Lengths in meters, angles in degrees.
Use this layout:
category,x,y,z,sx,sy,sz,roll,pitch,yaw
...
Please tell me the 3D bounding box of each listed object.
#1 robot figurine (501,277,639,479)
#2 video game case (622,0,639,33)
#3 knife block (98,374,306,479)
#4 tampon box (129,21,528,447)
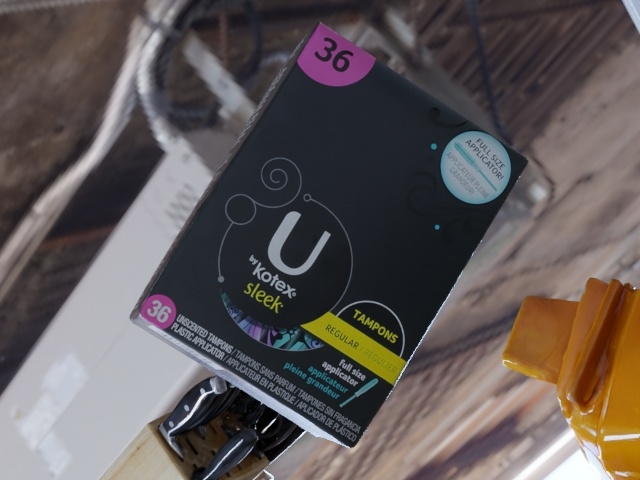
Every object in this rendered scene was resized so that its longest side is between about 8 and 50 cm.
category,x,y,z,sx,sy,sz,roll,pitch,yaw
robot figurine,0.133,0.137,0.520,0.291,0.085,0.211,46,-116,-49
video game case,0.210,-0.251,0.538,0.300,0.329,0.036,58,-166,-17
knife block,-0.133,0.213,1.407,0.088,0.276,0.242,54,177,15
tampon box,0.000,0.000,0.738,0.120,0.101,0.161,32,-98,-7
